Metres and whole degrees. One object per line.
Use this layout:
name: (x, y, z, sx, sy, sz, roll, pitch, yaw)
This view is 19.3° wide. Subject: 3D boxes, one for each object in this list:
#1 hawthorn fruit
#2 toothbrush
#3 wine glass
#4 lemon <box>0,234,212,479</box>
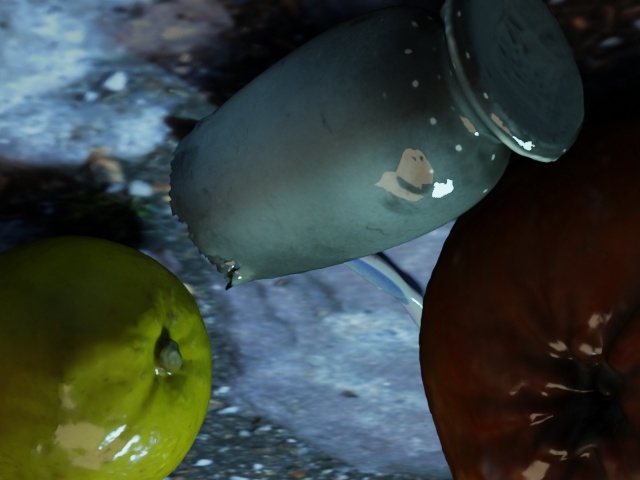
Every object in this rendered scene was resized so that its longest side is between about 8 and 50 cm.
hawthorn fruit: (0.219, 0.068, 1.021, 0.307, 0.276, 0.276, 4, 156, -44)
toothbrush: (0.000, 0.000, 1.114, 0.021, 0.027, 0.269, 24, 172, 41)
wine glass: (0.024, -0.052, 0.923, 0.204, 0.111, 0.111, -26, 143, 35)
lemon: (-0.156, 0.084, 1.125, 0.170, 0.170, 0.207, 22, 149, -36)
